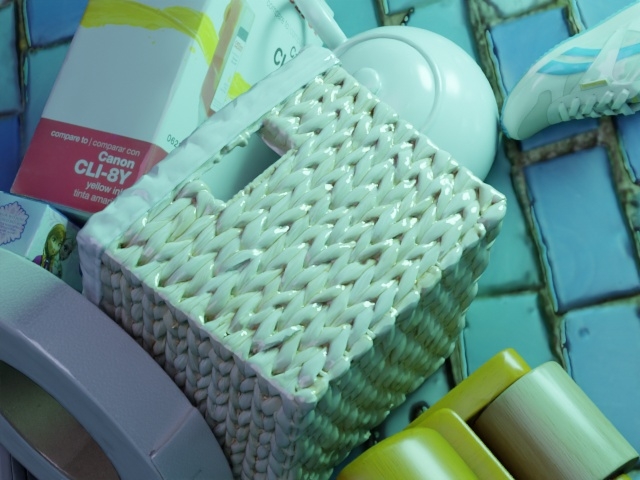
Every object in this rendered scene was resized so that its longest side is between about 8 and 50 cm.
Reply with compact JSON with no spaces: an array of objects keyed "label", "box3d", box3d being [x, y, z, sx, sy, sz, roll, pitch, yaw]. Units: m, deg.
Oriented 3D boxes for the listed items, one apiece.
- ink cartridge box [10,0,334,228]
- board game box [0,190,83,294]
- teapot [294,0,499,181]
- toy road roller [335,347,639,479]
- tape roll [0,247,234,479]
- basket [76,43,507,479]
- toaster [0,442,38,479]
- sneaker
[{"label":"ink cartridge box","box3d":[-0.154,-0.166,1.461,0.160,0.279,0.384,14,77,25]},{"label":"board game box","box3d":[-0.369,0.007,1.460,0.318,0.318,0.065,14,76,23]},{"label":"teapot","box3d":[0.071,-0.146,1.426,0.256,0.187,0.252,9,75,23]},{"label":"toy road roller","box3d":[0.141,0.246,1.210,0.329,0.240,0.202,-37,67,-7]},{"label":"tape roll","box3d":[-0.252,0.170,1.289,0.392,0.392,0.072,28,57,26]},{"label":"basket","box3d":[-0.032,0.057,1.263,0.266,0.331,0.328,39,61,16]},{"label":"toaster","box3d":[-0.426,0.304,1.486,0.227,0.129,0.146,-13,64,17]},{"label":"sneaker","box3d":[0.304,-0.175,1.408,0.229,0.087,0.092,-33,66,9]}]
